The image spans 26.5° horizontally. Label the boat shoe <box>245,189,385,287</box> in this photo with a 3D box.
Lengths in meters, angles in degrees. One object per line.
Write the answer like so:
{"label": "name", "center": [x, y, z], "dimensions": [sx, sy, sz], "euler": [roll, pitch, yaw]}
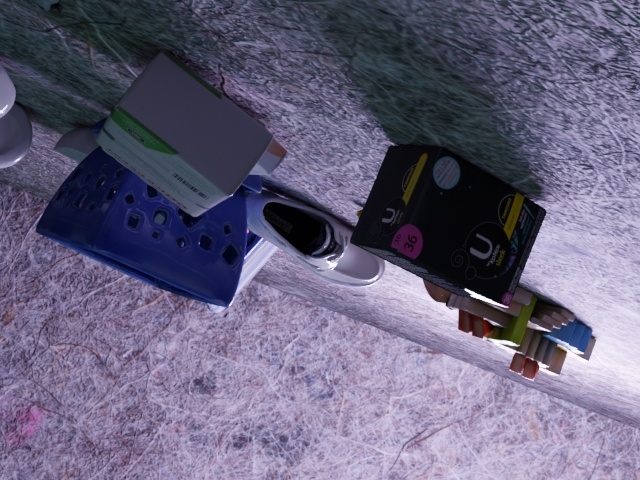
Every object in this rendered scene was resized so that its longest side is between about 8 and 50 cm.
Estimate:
{"label": "boat shoe", "center": [0.000, 0.000, 2.135], "dimensions": [0.267, 0.096, 0.088], "euler": [34, 173, -22]}

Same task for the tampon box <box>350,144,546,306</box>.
{"label": "tampon box", "center": [0.138, -0.016, 1.467], "dimensions": [0.161, 0.120, 0.101], "euler": [26, 172, -30]}

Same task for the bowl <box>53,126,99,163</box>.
{"label": "bowl", "center": [-0.360, -0.146, 2.255], "dimensions": [0.142, 0.053, 0.142], "euler": [26, 172, -25]}

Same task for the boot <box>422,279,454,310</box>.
{"label": "boot", "center": [0.231, 0.088, 2.261], "dimensions": [0.087, 0.042, 0.118], "euler": [2, -144, -35]}

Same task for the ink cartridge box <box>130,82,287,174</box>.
{"label": "ink cartridge box", "center": [-0.140, -0.152, 1.695], "dimensions": [0.179, 0.045, 0.145], "euler": [45, 165, -20]}

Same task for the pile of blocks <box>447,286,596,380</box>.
{"label": "pile of blocks", "center": [0.342, 0.162, 2.197], "dimensions": [0.362, 0.112, 0.149], "euler": [28, 171, -42]}

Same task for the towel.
{"label": "towel", "center": [-0.126, 0.031, 2.297], "dimensions": [0.034, 0.209, 0.285], "euler": [41, 174, 5]}

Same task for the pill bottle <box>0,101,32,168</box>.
{"label": "pill bottle", "center": [-0.581, -0.185, 2.353], "dimensions": [0.121, 0.121, 0.216], "euler": [25, 172, -25]}

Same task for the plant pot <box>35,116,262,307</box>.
{"label": "plant pot", "center": [-0.233, -0.052, 1.943], "dimensions": [0.236, 0.212, 0.236], "euler": [26, 171, -31]}

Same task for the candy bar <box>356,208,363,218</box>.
{"label": "candy bar", "center": [0.111, -0.011, 1.991], "dimensions": [0.040, 0.018, 0.161], "euler": [10, 166, 44]}

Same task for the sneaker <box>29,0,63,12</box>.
{"label": "sneaker", "center": [-0.289, -0.248, 1.361], "dimensions": [0.069, 0.038, 0.098], "euler": [29, 170, -40]}

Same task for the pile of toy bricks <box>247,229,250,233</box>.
{"label": "pile of toy bricks", "center": [-0.186, -0.007, 2.632], "dimensions": [0.105, 0.118, 0.212], "euler": [-10, 164, -4]}

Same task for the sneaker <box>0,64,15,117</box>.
{"label": "sneaker", "center": [-0.489, -0.227, 1.829], "dimensions": [0.123, 0.106, 0.290], "euler": [21, 172, 30]}

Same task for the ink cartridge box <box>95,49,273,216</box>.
{"label": "ink cartridge box", "center": [-0.163, -0.117, 1.568], "dimensions": [0.160, 0.092, 0.219], "euler": [38, 167, -10]}

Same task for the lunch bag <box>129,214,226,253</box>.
{"label": "lunch bag", "center": [-0.272, -0.045, 2.358], "dimensions": [0.224, 0.107, 0.279], "euler": [10, 180, -40]}
